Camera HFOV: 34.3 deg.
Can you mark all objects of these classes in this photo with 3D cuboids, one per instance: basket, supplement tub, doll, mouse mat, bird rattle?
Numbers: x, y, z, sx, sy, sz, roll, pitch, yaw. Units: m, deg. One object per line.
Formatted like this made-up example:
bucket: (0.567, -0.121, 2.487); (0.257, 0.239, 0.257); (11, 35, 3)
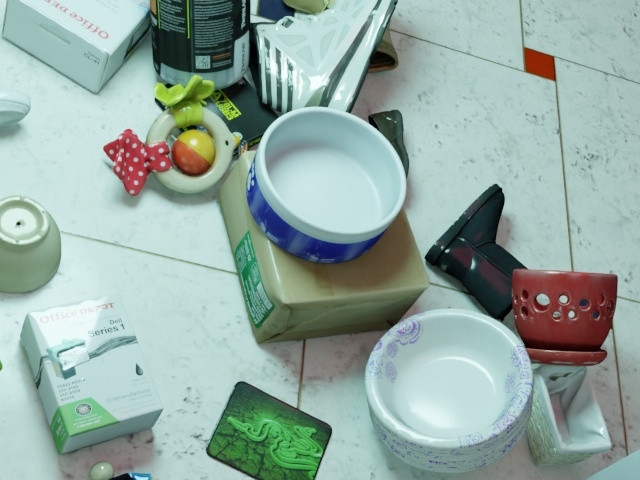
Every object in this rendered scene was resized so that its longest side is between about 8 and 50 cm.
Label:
basket: (0.443, 0.325, 1.911); (0.113, 0.103, 0.167); (2, 59, -22)
supplement tub: (-0.227, -0.460, 1.959); (0.194, 0.316, 0.193); (3, 41, -2)
doll: (-0.287, 0.414, 1.578); (0.129, 0.046, 0.189); (-33, 76, -36)
mouse mat: (-0.084, 0.334, 1.742); (0.190, 0.007, 0.152); (28, 52, -5)
bird rattle: (-0.260, -0.175, 1.899); (0.207, 0.143, 0.253); (37, 71, -19)

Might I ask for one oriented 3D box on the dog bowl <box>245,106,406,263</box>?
dog bowl: (0.008, -0.096, 1.789); (0.265, 0.104, 0.265); (10, 55, -15)

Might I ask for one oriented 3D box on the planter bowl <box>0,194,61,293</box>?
planter bowl: (-0.505, -0.008, 1.719); (0.162, 0.109, 0.162); (11, 55, -17)

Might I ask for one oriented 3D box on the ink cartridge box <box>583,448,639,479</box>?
ink cartridge box: (0.682, 0.470, 1.813); (0.395, 0.270, 0.151); (5, 59, -20)

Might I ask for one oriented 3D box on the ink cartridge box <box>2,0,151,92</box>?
ink cartridge box: (-0.443, -0.469, 2.032); (0.226, 0.131, 0.306); (32, 53, -2)

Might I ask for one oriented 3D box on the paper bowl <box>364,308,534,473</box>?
paper bowl: (0.222, 0.269, 1.788); (0.284, 0.148, 0.284); (-4, 50, 5)

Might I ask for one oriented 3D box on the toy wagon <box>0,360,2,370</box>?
toy wagon: (-0.661, 0.198, 1.544); (0.344, 0.068, 0.267); (38, 52, 3)

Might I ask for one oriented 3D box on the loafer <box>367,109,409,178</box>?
loafer: (0.132, -0.176, 2.129); (0.078, 0.080, 0.220); (4, 52, -10)

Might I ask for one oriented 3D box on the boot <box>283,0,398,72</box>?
boot: (0.043, -0.470, 2.266); (0.262, 0.095, 0.203); (8, 57, -23)

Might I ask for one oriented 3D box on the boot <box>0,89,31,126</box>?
boot: (-0.627, -0.182, 1.803); (0.258, 0.095, 0.123); (-11, 70, -19)

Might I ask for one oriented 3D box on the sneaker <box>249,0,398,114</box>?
sneaker: (0.000, -0.446, 2.103); (0.257, 0.169, 0.447); (24, 68, -3)

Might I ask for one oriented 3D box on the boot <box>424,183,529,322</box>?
boot: (0.353, 0.025, 2.070); (0.207, 0.094, 0.246); (40, 59, 10)

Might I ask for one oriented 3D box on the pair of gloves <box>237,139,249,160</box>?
pair of gloves: (-0.126, -0.156, 2.015); (0.083, 0.010, 0.074); (2, 86, -38)

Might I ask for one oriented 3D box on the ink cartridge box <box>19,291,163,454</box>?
ink cartridge box: (-0.367, 0.207, 1.648); (0.160, 0.092, 0.219); (-13, 65, -30)

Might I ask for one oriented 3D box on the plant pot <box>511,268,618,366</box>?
plant pot: (0.448, 0.141, 1.908); (0.191, 0.191, 0.174); (2, 88, -22)

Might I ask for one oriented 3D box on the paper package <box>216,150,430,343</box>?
paper package: (0.000, 0.000, 1.894); (0.309, 0.168, 0.324); (-5, 62, -24)

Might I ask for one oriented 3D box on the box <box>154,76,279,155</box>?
box: (-0.200, -0.257, 2.051); (0.184, 0.045, 0.190); (-32, 76, -33)
